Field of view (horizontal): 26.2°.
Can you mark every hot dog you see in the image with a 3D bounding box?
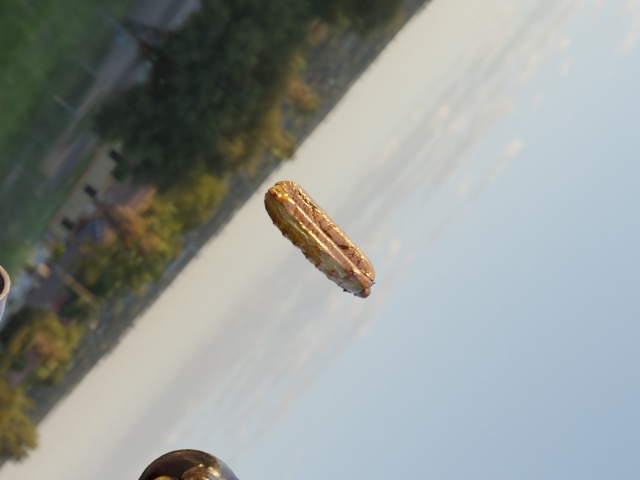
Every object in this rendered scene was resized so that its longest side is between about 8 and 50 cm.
[{"bbox_3d":[-0.001,0.001,1.342,0.038,0.144,0.062,-42,-176,27],"label":"hot dog"}]

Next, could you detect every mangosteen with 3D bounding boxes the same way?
[{"bbox_3d":[-0.186,0.365,1.904,0.172,0.172,0.184,-50,154,-8],"label":"mangosteen"}]

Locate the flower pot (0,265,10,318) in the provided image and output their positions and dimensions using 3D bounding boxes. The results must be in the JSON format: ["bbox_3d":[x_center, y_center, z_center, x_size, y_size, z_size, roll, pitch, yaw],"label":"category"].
[{"bbox_3d":[-0.591,0.142,1.976,0.265,0.265,0.243,-56,162,-61],"label":"flower pot"}]
